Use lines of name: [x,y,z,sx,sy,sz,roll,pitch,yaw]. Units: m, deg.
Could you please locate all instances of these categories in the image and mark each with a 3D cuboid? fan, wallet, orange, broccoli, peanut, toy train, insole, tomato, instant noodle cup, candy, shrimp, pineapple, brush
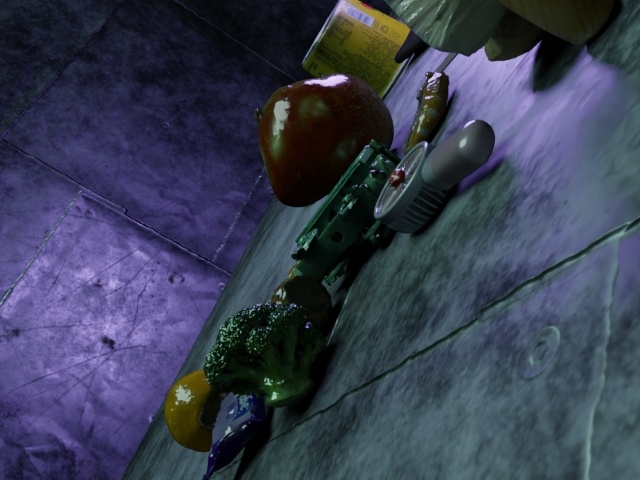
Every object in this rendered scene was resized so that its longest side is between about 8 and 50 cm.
fan: [0.151,-0.091,0.979,0.130,0.074,0.244,-63,10,-27]
wallet: [0.296,-0.572,1.882,0.170,0.044,0.321,-62,13,-13]
orange: [-0.223,0.328,1.401,0.156,0.157,0.134,-62,20,-17]
broccoli: [-0.082,0.177,1.095,0.195,0.156,0.195,-22,-23,-10]
peanut: [0.298,-0.357,0.971,0.263,0.101,0.117,-55,-4,21]
toy train: [0.050,-0.028,1.224,0.269,0.115,0.154,-52,3,38]
insole: [0.271,-0.387,1.521,0.253,0.005,0.086,-51,12,43]
tomato: [-0.006,-0.217,1.526,0.304,0.239,0.303,-29,-1,-1]
instant noodle cup: [0.110,-0.559,2.178,0.325,0.254,0.325,-57,10,16]
candy: [-0.132,0.294,1.269,0.145,0.070,0.275,-48,8,22]
shrimp: [0.185,-0.232,1.327,0.187,0.052,0.132,-66,11,-24]
pineapple: [-0.052,0.142,1.245,0.197,0.108,0.108,-61,5,47]
brush: [0.210,-0.301,0.875,0.174,0.266,0.166,-19,-30,-43]

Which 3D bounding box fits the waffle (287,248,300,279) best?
waffle: [0.001,0.000,1.550,0.249,0.056,0.253,-56,11,2]
